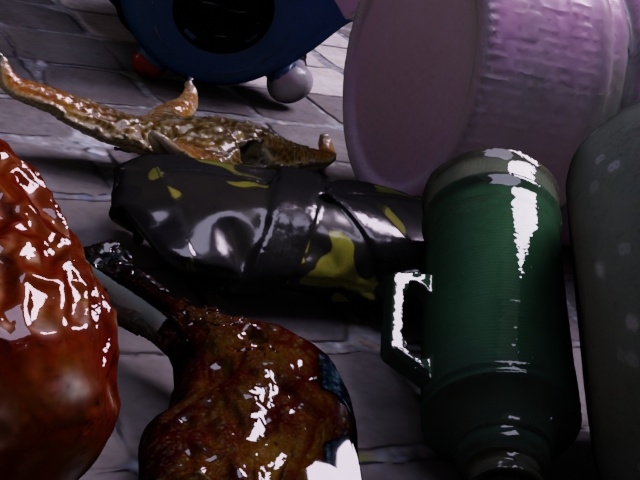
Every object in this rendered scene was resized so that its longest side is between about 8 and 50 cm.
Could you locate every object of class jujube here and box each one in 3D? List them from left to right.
[{"bbox_3d":[-0.137,0.026,0.410,0.112,0.109,0.176,-31,50,-13],"label":"jujube"}]

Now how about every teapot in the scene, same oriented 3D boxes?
[{"bbox_3d":[0.178,0.030,0.487,0.129,0.193,0.294,-7,43,12],"label":"teapot"}]

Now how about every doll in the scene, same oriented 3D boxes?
[{"bbox_3d":[-0.095,-0.269,0.965,0.284,0.240,0.310,50,17,-37],"label":"doll"}]

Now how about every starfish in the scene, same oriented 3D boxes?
[{"bbox_3d":[-0.086,-0.071,0.738,0.138,0.050,0.247,27,12,22],"label":"starfish"}]

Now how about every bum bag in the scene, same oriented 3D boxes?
[{"bbox_3d":[0.000,0.000,0.615,0.232,0.060,0.107,7,33,-17],"label":"bum bag"}]

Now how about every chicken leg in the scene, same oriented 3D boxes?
[{"bbox_3d":[-0.046,0.064,0.451,0.106,0.051,0.253,-1,25,-26],"label":"chicken leg"}]

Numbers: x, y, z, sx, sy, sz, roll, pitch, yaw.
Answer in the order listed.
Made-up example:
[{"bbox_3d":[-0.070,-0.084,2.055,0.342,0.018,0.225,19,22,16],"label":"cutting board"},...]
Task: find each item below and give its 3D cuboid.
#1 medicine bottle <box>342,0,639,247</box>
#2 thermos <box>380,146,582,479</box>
[{"bbox_3d":[0.228,-0.098,0.796,0.388,0.219,0.219,7,24,-25],"label":"medicine bottle"},{"bbox_3d":[0.080,0.037,0.516,0.083,0.073,0.187,49,29,-31],"label":"thermos"}]
